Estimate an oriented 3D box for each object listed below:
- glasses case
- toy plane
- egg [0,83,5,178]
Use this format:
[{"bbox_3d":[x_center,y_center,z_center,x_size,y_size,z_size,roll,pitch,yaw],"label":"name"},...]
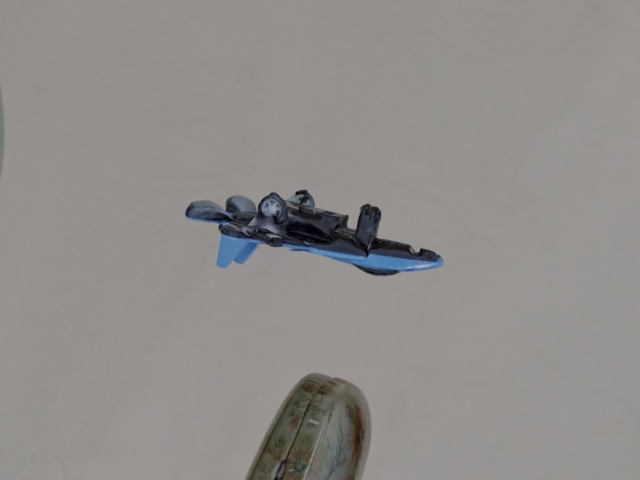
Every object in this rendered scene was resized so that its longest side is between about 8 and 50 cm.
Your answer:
[{"bbox_3d":[-0.055,0.324,1.179,0.156,0.098,0.425,65,44,-58],"label":"glasses case"},{"bbox_3d":[0.001,-0.008,1.215,0.169,0.246,0.078,-11,103,-66],"label":"toy plane"},{"bbox_3d":[-0.438,-0.117,1.288,0.230,0.230,0.371,-6,129,-27],"label":"egg"}]
